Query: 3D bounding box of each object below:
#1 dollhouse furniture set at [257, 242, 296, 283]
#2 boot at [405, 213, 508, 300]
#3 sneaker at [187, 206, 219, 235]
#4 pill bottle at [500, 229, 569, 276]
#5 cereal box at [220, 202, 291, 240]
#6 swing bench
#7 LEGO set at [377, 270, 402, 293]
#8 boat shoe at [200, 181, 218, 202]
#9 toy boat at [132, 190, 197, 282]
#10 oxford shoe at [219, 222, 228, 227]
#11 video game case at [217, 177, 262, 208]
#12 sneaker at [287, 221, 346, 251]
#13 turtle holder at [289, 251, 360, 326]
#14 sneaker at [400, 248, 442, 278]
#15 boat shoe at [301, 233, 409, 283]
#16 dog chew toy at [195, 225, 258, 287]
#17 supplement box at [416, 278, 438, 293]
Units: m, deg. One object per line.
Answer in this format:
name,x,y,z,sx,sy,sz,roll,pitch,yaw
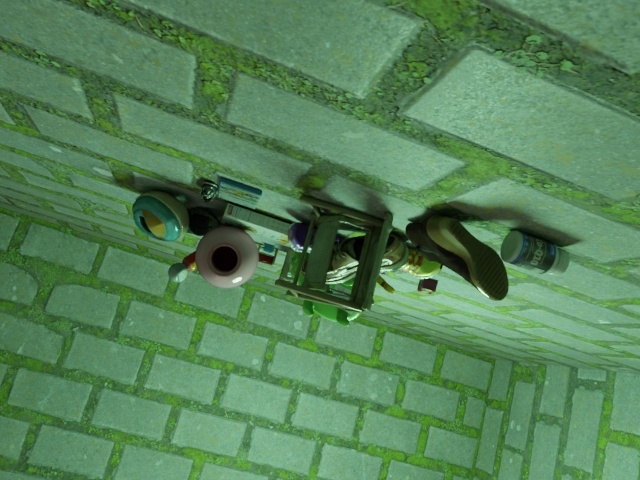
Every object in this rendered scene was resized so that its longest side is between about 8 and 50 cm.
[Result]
dollhouse furniture set,-0.175,0.092,2.111,0.184,0.128,0.129,17,167,-5
boot,0.329,0.041,1.280,0.248,0.090,0.207,51,165,-8
sneaker,-0.430,-0.067,1.888,0.106,0.101,0.267,4,-178,-44
pill bottle,0.494,0.032,1.210,0.137,0.078,0.078,18,167,-10
cereal box,-0.206,-0.051,1.734,0.240,0.047,0.173,18,169,-11
swing bench,0.046,0.044,1.393,0.255,0.253,0.165,13,167,13
LEGO set,0.208,0.122,1.716,0.093,0.087,0.227,41,-166,26
boat shoe,-0.329,-0.140,1.536,0.046,0.038,0.125,19,166,-15
toy boat,-0.518,-0.017,1.781,0.267,0.148,0.318,-5,120,50
oxford shoe,-0.416,0.036,2.120,0.141,0.146,0.397,14,167,1
video game case,-0.234,-0.133,1.509,0.119,0.015,0.166,19,167,-10
sneaker,0.000,0.000,1.642,0.105,0.095,0.236,-6,160,43
turtle holder,0.044,0.151,1.861,0.320,0.243,0.227,-6,-164,34
sneaker,0.265,0.059,1.582,0.209,0.081,0.094,7,162,35
boat shoe,0.090,0.039,1.537,0.324,0.123,0.116,-15,144,14
dog chew toy,-0.312,0.049,1.804,0.207,0.206,0.332,17,-177,-5
supplement box,0.399,0.171,1.962,0.055,0.043,0.083,17,166,2
